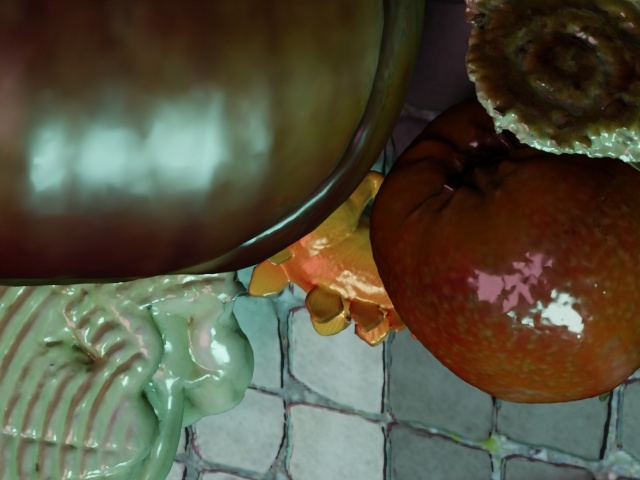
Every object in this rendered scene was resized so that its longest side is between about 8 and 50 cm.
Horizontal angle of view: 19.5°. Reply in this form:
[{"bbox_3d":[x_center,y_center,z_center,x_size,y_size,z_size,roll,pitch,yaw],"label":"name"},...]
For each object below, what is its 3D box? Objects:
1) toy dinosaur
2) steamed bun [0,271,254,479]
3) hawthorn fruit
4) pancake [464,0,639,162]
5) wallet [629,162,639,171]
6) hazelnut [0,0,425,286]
[{"bbox_3d":[0.000,0.000,1.261,0.288,0.117,0.070,42,157,1],"label":"toy dinosaur"},{"bbox_3d":[-0.195,0.065,1.324,0.275,0.320,0.206,39,167,-4],"label":"steamed bun"},{"bbox_3d":[0.142,0.023,1.174,0.196,0.196,0.225,-13,126,31],"label":"hawthorn fruit"},{"bbox_3d":[0.196,-0.147,1.074,0.257,0.212,0.056,4,161,-11],"label":"pancake"},{"bbox_3d":[0.229,-0.066,1.117,0.232,0.122,0.031,38,140,3],"label":"wallet"},{"bbox_3d":[-0.138,-0.136,1.090,0.409,0.359,0.359,-8,117,-11],"label":"hazelnut"}]
